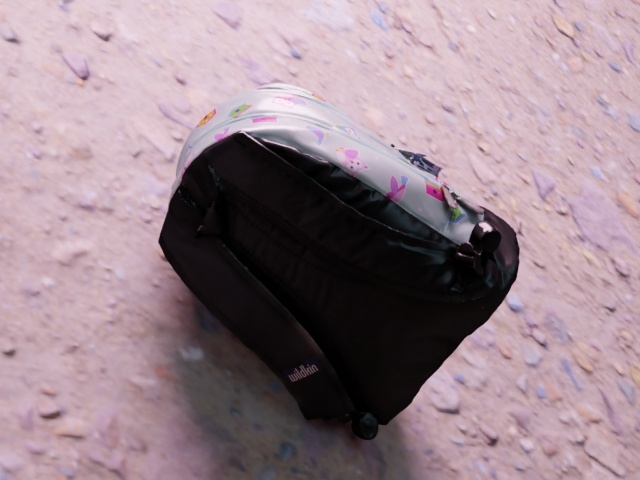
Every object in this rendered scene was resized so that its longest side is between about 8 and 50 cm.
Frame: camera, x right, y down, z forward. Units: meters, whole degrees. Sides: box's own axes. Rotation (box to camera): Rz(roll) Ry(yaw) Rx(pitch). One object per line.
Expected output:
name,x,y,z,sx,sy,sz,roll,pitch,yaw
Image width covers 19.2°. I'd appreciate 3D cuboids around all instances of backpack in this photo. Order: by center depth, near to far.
backpack,0.000,0.000,1.039,0.182,0.152,0.115,34,20,-10
